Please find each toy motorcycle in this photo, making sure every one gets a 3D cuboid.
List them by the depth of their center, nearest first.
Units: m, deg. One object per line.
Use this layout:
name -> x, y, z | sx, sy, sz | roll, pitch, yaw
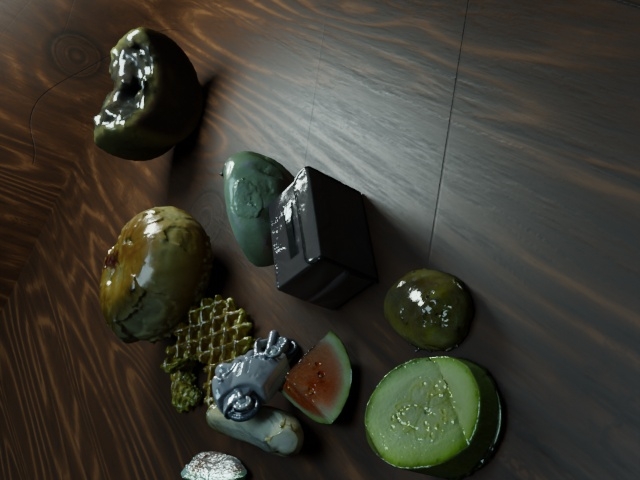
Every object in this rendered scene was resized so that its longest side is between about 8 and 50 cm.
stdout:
toy motorcycle -> -0.160, 0.298, 1.667 | 0.171, 0.110, 0.260 | 4, 35, 26

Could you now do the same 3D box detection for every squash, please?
squash -> 0.195, 0.288, 1.282 | 0.220, 0.133, 0.220 | -29, 46, 35

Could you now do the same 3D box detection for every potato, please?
potato -> 0.188, 0.127, 1.413 | 0.200, 0.081, 0.164 | 16, 85, 57

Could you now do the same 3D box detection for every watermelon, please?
watermelon -> -0.010, 0.300, 1.573 | 0.145, 0.137, 0.193 | 103, 170, -62
watermelon -> -0.234, 0.543, 1.752 | 0.180, 0.081, 0.094 | 9, 62, 38

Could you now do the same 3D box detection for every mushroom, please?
mushroom -> -0.138, 0.409, 1.646 | 0.351, 0.123, 0.095 | -6, 78, 57

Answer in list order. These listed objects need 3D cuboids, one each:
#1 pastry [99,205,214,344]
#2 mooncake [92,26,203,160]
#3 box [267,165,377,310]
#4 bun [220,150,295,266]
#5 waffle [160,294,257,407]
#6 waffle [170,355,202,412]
pastry -> -0.459, 0.101, 2.131 | 0.409, 0.245, 0.409 | -34, 44, 41
mooncake -> -0.604, -0.474, 2.511 | 0.246, 0.393, 0.394 | -17, 21, 49
box -> 0.000, 0.000, 1.644 | 0.153, 0.188, 0.252 | -38, 47, 32
bun -> -0.120, -0.087, 1.829 | 0.187, 0.293, 0.293 | -15, 52, 6
waffle -> -0.273, 0.271, 1.924 | 0.293, 0.069, 0.260 | 28, 86, 44
waffle -> -0.356, 0.362, 2.022 | 0.149, 0.051, 0.194 | -37, 45, 38
